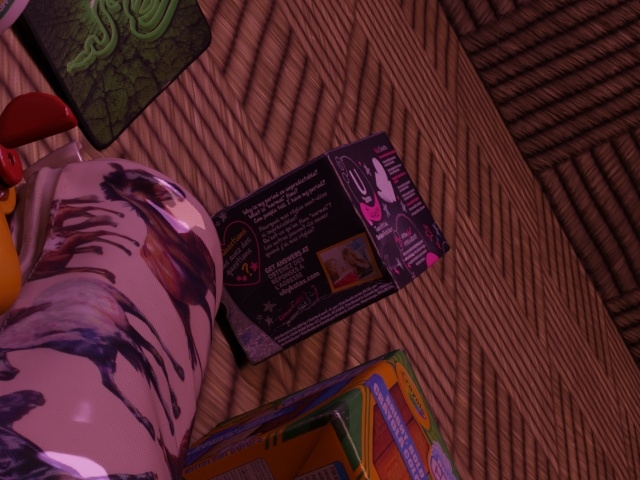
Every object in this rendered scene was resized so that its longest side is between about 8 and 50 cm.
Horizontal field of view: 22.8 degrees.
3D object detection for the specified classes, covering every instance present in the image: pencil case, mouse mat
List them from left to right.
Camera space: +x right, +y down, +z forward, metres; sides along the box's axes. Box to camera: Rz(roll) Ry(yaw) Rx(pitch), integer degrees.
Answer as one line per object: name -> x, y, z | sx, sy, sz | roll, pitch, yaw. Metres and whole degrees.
pencil case -> -0.156, 0.102, 0.896 | 0.410, 0.160, 0.183 | -83, 156, -59
mouse mat -> -0.169, -0.187, 1.342 | 0.189, 0.007, 0.152 | -53, 127, -41

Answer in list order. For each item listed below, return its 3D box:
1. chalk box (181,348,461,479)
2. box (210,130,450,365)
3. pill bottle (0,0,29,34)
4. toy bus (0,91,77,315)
chalk box -> 0.006, 0.205, 1.200 | 0.180, 0.179, 0.289 | 65, 17, -2
box -> 0.000, 0.000, 1.486 | 0.142, 0.163, 0.247 | 62, 17, 0
pill bottle -> -0.283, -0.213, 1.015 | 0.208, 0.117, 0.117 | 39, 31, -56
toy bus -> -0.202, 0.010, 0.787 | 0.202, 0.191, 0.104 | -17, 86, -33
